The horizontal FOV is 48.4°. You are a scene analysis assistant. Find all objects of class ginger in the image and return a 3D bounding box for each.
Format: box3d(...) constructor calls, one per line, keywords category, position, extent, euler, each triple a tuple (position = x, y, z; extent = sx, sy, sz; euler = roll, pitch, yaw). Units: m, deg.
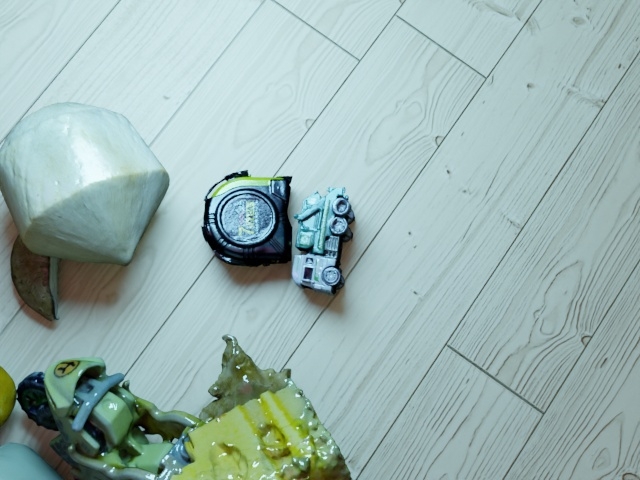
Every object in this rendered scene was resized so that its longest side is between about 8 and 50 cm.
box3d(category="ginger", position=(-0.144, 0.318, 1.382), extent=(0.219, 0.123, 0.270), euler=(-25, 75, -16))

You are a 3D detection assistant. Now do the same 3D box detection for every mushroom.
box3d(category="mushroom", position=(-0.563, 0.055, 1.410), extent=(0.094, 0.072, 0.209), euler=(-1, 82, 4))

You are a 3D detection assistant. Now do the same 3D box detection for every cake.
box3d(category="cake", position=(-0.106, 0.417, 1.182), extent=(0.286, 0.222, 0.227), euler=(-25, 119, -15))

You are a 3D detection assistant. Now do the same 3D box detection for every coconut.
box3d(category="coconut", position=(-0.437, -0.091, 1.332), extent=(0.329, 0.329, 0.328), euler=(1, 81, -5))

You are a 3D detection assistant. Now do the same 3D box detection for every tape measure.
box3d(category="tape measure", position=(-0.148, -0.042, 1.441), extent=(0.186, 0.112, 0.198), euler=(1, 76, -12))

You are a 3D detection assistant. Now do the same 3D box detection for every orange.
box3d(category="orange", position=(-0.652, 0.302, 1.342), extent=(0.155, 0.134, 0.154), euler=(-4, 62, 8))

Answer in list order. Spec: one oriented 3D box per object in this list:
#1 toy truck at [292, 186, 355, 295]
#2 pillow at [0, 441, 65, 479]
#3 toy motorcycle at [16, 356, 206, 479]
box3d(category="toy truck", position=(0.000, 0.000, 1.451), extent=(0.116, 0.110, 0.215), euler=(8, 81, 9))
box3d(category="pillow", position=(-0.497, 0.497, 1.256), extent=(0.322, 0.255, 0.120), euler=(45, 86, 2))
box3d(category="toy motorcycle", position=(-0.373, 0.354, 1.311), extent=(0.410, 0.237, 0.168), euler=(35, 45, -2))
